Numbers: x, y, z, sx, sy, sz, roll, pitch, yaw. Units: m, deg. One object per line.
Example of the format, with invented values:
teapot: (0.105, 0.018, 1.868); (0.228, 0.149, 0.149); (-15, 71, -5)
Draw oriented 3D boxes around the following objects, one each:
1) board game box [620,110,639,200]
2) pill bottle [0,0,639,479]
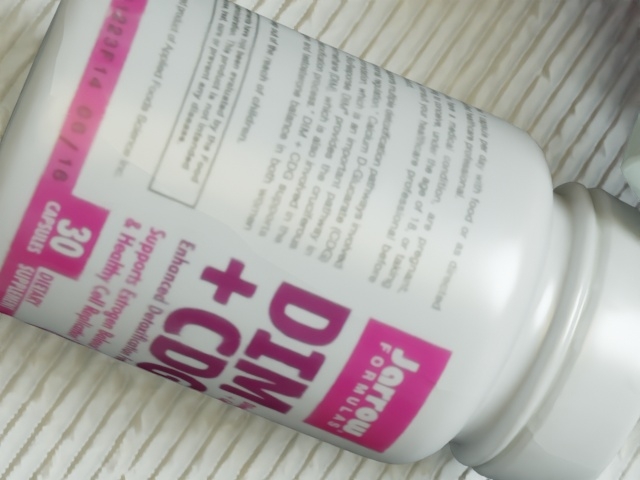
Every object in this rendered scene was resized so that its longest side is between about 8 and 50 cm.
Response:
board game box: (0.300, 0.023, 0.807); (0.303, 0.224, 0.097); (51, 45, -29)
pill bottle: (0.000, 0.000, 0.828); (0.283, 0.160, 0.160); (22, 78, -10)
